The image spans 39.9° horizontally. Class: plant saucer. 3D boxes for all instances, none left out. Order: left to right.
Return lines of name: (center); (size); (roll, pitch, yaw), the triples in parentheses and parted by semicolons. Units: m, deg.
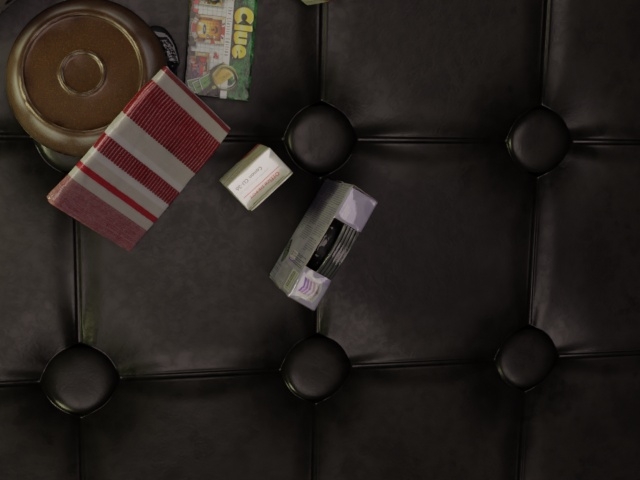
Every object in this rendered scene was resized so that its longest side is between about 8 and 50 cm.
plant saucer: (-0.447, -0.313, 1.673); (0.310, 0.050, 0.311); (0, 88, -3)

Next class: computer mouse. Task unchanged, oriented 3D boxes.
computer mouse: (-0.306, -0.306, 1.758); (0.071, 0.041, 0.242); (-7, 108, -1)

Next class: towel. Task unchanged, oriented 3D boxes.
towel: (-0.343, -0.152, 1.703); (0.329, 0.037, 0.237); (-50, 144, -2)

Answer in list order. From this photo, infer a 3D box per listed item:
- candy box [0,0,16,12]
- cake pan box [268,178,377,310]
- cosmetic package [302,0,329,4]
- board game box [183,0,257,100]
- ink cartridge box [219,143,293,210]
candy box: (-0.606, -0.452, 1.594); (0.196, 0.165, 0.070); (-40, 103, -3)
cake pan box: (0.000, 0.000, 1.755); (0.070, 0.267, 0.246); (29, 89, -13)
cosmetic package: (-0.063, -0.597, 1.662); (0.296, 0.129, 0.153); (33, 79, -32)
board game box: (-0.198, -0.415, 1.764); (0.136, 0.030, 0.260); (2, 98, -17)
ink cartridge box: (-0.128, -0.127, 1.739); (0.115, 0.198, 0.067); (-44, 106, -3)
